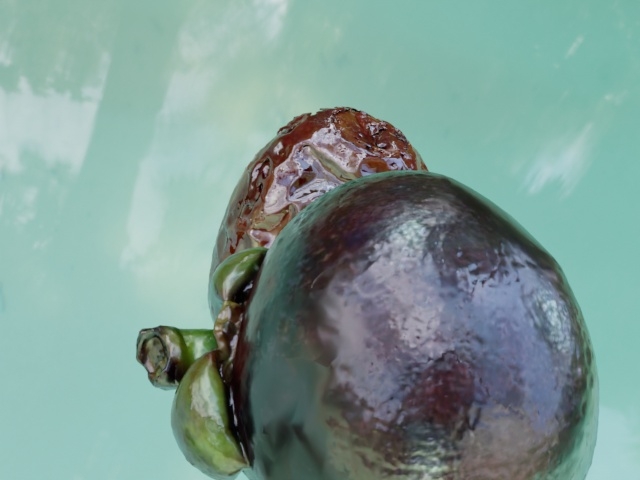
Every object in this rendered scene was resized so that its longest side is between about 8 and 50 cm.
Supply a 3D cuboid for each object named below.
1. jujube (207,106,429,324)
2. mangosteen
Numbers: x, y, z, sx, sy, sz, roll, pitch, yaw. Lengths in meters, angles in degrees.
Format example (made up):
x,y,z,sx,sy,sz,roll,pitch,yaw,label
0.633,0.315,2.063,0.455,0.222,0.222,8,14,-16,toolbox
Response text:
x,y,z,sx,sy,sz,roll,pitch,yaw,label
0.000,0.000,0.831,0.183,0.243,0.183,24,21,-10,jujube
0.031,0.073,0.466,0.216,0.216,0.216,18,37,-14,mangosteen
